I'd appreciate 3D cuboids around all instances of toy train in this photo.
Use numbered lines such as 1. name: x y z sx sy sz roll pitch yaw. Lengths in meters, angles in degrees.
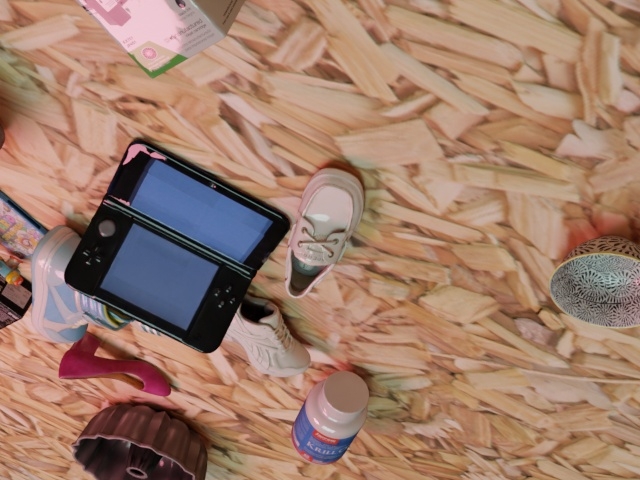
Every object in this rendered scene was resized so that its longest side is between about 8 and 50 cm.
1. toy train: -0.631 0.018 1.841 0.166 0.046 0.125 41 180 -35

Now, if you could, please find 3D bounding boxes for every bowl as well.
1. bowl: 0.419 0.045 1.393 0.170 0.080 0.170 12 142 9

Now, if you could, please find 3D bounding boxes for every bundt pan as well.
1. bundt pan: -0.410 0.495 2.270 0.330 0.124 0.331 12 141 10

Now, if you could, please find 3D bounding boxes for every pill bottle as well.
1. pill bottle: 0.022 0.347 1.899 0.124 0.124 0.221 20 143 -1

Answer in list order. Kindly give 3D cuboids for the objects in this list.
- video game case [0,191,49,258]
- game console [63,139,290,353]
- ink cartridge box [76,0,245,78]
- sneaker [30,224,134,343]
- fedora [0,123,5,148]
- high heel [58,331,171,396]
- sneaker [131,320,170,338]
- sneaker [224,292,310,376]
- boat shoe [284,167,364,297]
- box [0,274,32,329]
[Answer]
1. video game case: -0.583 -0.033 1.789 0.119 0.015 0.166 -17 129 38
2. game console: -0.240 0.019 1.585 0.293 0.250 0.173 28 168 -10
3. ink cartridge box: -0.223 -0.327 1.213 0.153 0.087 0.208 -19 127 38
4. sneaker: -0.427 0.131 1.801 0.208 0.127 0.319 29 145 12
5. fedora: -0.602 -0.180 1.527 0.275 0.124 0.244 34 139 -4
6. high heel: -0.434 0.296 2.041 0.244 0.117 0.082 38 139 -22
7. sneaker: -0.318 0.157 1.876 0.161 0.057 0.075 26 145 -2
8. sneaker: -0.098 0.169 1.767 0.232 0.090 0.115 36 136 -21
9. boat shoe: 0.000 0.000 1.507 0.098 0.096 0.277 19 142 1
10. box: -0.688 0.096 1.940 0.180 0.078 0.147 41 137 -25
